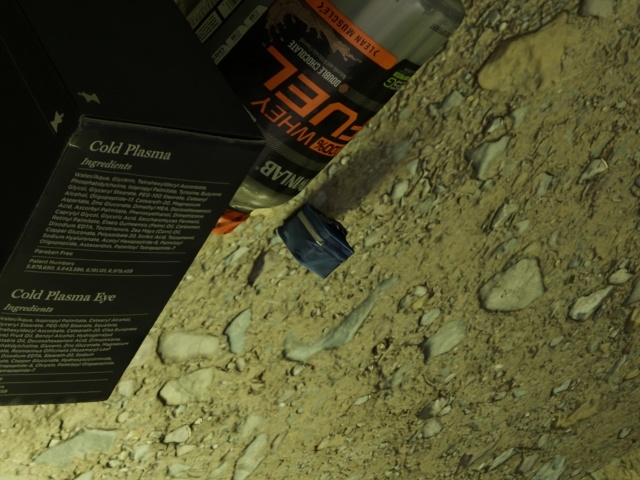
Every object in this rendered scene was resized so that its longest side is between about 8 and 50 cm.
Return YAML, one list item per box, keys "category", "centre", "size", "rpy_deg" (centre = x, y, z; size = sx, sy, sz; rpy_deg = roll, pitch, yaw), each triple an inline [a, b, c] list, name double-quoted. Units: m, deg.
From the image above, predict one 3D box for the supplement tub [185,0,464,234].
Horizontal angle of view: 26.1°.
- category: "supplement tub"
  centre: [-0.037, -0.178, 1.382]
  size: [0.338, 0.207, 0.207]
  rpy_deg: [-46, 146, 17]

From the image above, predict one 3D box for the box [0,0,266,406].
- category: "box"
  centre: [-0.252, -0.085, 1.183]
  size: [0.179, 0.343, 0.312]
  rpy_deg: [2, 133, -41]

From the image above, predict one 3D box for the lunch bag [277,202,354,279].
- category: "lunch bag"
  centre: [0.000, 0.000, 1.772]
  size: [0.065, 0.067, 0.098]
  rpy_deg: [-41, 148, 10]
